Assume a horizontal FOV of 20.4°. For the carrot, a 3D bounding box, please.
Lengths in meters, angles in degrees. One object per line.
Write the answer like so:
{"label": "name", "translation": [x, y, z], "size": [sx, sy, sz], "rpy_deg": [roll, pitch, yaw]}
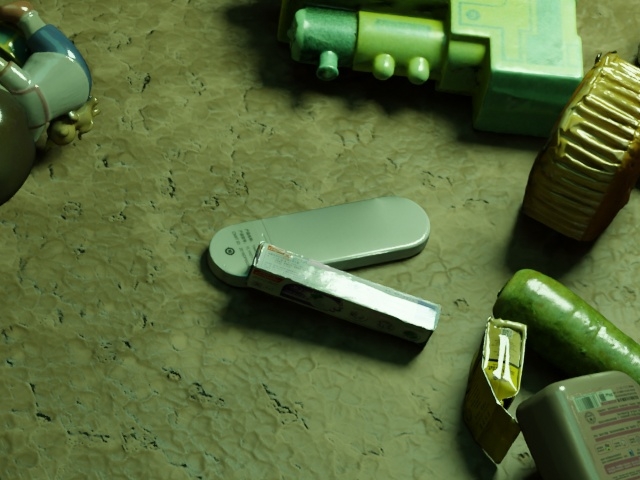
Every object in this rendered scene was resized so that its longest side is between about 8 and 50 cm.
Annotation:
{"label": "carrot", "translation": [0.327, 0.147, 1.768], "size": [0.358, 0.074, 0.074], "rpy_deg": [35, 52, 12]}

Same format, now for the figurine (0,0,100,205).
{"label": "figurine", "translation": [-0.353, -0.115, 1.815], "size": [0.158, 0.161, 0.275], "rpy_deg": [10, 43, 29]}

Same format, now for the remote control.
{"label": "remote control", "translation": [0.000, 0.000, 1.863], "size": [0.245, 0.022, 0.077], "rpy_deg": [-11, 51, -19]}

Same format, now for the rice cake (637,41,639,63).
{"label": "rice cake", "translation": [0.486, -0.329, 2.210], "size": [0.064, 0.070, 0.399], "rpy_deg": [25, 49, 15]}

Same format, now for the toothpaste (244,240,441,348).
{"label": "toothpaste", "translation": [0.024, 0.054, 1.789], "size": [0.196, 0.047, 0.040], "rpy_deg": [19, 59, -2]}

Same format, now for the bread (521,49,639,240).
{"label": "bread", "translation": [0.298, -0.096, 1.890], "size": [0.104, 0.199, 0.199], "rpy_deg": [30, 51, 10]}

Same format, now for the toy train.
{"label": "toy train", "translation": [0.111, -0.250, 2.026], "size": [0.368, 0.150, 0.237], "rpy_deg": [5, 55, -4]}

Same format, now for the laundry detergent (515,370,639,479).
{"label": "laundry detergent", "translation": [0.292, 0.240, 1.669], "size": [0.171, 0.076, 0.237], "rpy_deg": [-7, 66, -45]}

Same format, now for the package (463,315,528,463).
{"label": "package", "translation": [0.170, 0.144, 1.740], "size": [0.047, 0.071, 0.131], "rpy_deg": [16, 50, -5]}
